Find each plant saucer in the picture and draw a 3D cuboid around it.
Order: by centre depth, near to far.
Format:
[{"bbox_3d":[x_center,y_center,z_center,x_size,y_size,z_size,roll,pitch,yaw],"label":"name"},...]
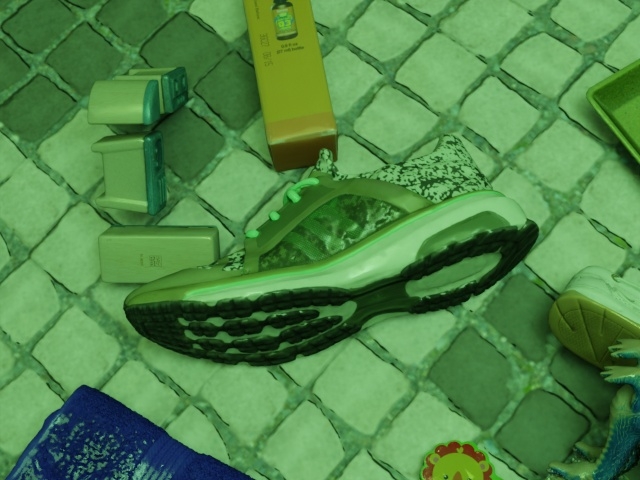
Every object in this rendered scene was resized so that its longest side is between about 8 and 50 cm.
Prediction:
[{"bbox_3d":[0.408,-0.123,1.014,0.188,0.045,0.188,-30,71,-7],"label":"plant saucer"}]

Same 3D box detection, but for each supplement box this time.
[{"bbox_3d":[-0.036,-0.199,1.061,0.078,0.080,0.233,-10,71,0],"label":"supplement box"}]

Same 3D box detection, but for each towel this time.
[{"bbox_3d":[-0.168,0.296,0.890,0.308,0.076,0.228,26,75,13],"label":"towel"}]

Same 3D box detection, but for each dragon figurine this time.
[{"bbox_3d":[0.331,0.159,0.820,0.289,0.085,0.144,-11,108,27],"label":"dragon figurine"}]

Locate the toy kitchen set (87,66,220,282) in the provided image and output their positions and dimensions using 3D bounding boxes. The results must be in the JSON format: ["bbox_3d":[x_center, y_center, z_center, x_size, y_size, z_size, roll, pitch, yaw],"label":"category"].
[{"bbox_3d":[-0.162,-0.076,1.035,0.122,0.166,0.207,1,107,5],"label":"toy kitchen set"}]

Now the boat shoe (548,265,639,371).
[{"bbox_3d":[0.358,0.111,0.907,0.277,0.098,0.096,35,49,10],"label":"boat shoe"}]

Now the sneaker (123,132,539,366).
[{"bbox_3d":[0.000,0.000,0.967,0.410,0.158,0.182,-15,57,-7],"label":"sneaker"}]

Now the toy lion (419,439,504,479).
[{"bbox_3d":[0.142,0.242,0.912,0.100,0.034,0.096,13,64,9],"label":"toy lion"}]
